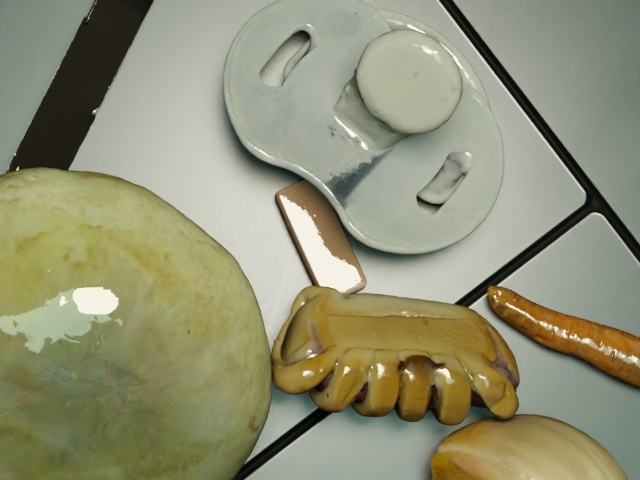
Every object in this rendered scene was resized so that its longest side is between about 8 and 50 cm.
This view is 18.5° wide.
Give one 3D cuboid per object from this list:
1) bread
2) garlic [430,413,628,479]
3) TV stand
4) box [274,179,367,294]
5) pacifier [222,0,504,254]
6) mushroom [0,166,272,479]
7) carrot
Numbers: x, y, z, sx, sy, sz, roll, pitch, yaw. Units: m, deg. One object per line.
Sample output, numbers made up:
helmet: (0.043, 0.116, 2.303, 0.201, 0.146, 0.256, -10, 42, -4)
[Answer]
bread: (0.064, 0.107, 1.748, 0.225, 0.134, 0.081, 6, 124, -11)
garlic: (0.206, 0.261, 1.763, 0.164, 0.145, 0.245, -34, 89, 26)
TV stand: (-0.229, -0.124, 1.798, 0.049, 0.040, 0.256, 27, 84, -1)
box: (0.000, 0.000, 1.810, 0.048, 0.025, 0.115, -25, 87, -10)
pacifier: (0.060, -0.131, 1.738, 0.279, 0.207, 0.227, 39, 67, 0)
mushroom: (-0.217, 0.106, 1.672, 0.352, 0.260, 0.352, -4, 111, -10)
carrot: (0.239, 0.089, 1.811, 0.191, 0.047, 0.047, 23, 84, 2)
